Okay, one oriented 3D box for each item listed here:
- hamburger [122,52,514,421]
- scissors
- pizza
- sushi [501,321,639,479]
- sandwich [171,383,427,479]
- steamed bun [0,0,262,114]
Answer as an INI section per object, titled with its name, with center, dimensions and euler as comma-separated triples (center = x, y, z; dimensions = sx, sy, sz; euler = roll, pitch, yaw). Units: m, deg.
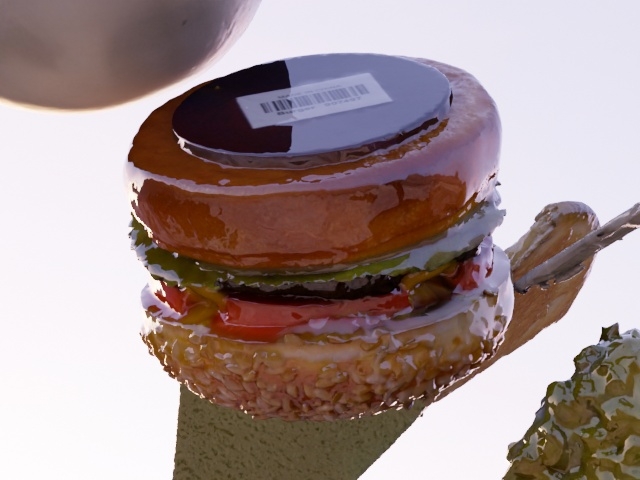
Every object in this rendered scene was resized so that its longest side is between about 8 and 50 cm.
[hamburger]
center = 0.000, 0.000, 1.466
dimensions = 0.330, 0.330, 0.250
euler = 3, -62, 22
[scissors]
center = 0.220, -0.022, 1.157
dimensions = 0.109, 0.022, 0.300
euler = -3, -22, -37
[pizza]
center = 0.192, 0.069, 1.817
dimensions = 0.034, 0.262, 0.181
euler = 45, 0, 31
[sushi]
center = 0.248, 0.256, 1.381
dimensions = 0.240, 0.351, 0.396
euler = 39, 14, 20
[sandwich]
center = -0.020, 0.206, 1.676
dimensions = 0.245, 0.212, 0.063
euler = 11, 17, 16
[steamed bun]
center = -0.200, -0.236, 1.597
dimensions = 0.324, 0.324, 0.206
euler = 2, -57, 23
